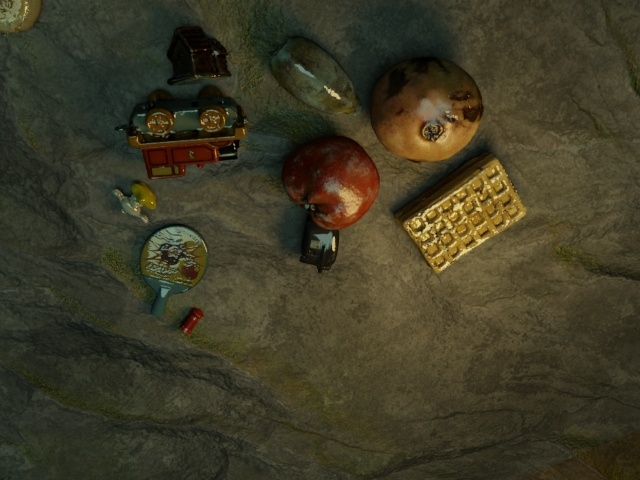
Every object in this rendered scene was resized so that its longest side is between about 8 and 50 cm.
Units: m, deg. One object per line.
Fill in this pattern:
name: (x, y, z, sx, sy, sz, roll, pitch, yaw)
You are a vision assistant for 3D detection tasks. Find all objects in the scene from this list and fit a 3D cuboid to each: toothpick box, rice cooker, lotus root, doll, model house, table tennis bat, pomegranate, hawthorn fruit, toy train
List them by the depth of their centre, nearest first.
model house: (-0.340, -0.516, 1.740, 0.165, 0.106, 0.152, -19, 108, -41)
toy train: (-0.391, -0.301, 1.786, 0.370, 0.163, 0.231, -6, 128, -8)
lotus root: (0.005, -0.451, 1.799, 0.322, 0.140, 0.158, 33, 104, -24)
pomegranate: (0.306, -0.376, 1.815, 0.323, 0.322, 0.321, -4, 114, -9)
hawthorn fruit: (0.033, -0.172, 1.863, 0.285, 0.284, 0.284, -4, 114, -9)
doll: (-0.554, -0.109, 1.894, 0.113, 0.071, 0.135, -13, 120, 4)
rice cooker: (0.000, 0.001, 2.000, 0.119, 0.142, 0.202, 8, 104, -3)
table tennis bat: (-0.482, 0.100, 2.014, 0.215, 0.044, 0.328, 16, 108, -18)
toothpick box: (-0.429, 0.267, 2.092, 0.047, 0.047, 0.083, 34, 103, -22)

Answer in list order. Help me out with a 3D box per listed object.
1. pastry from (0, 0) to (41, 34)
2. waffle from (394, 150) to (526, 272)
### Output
pastry: (-0.806, -0.615, 1.608, 0.166, 0.088, 0.165, -4, 116, -9)
waffle: (0.462, -0.087, 2.062, 0.376, 0.114, 0.261, -36, 118, 6)
